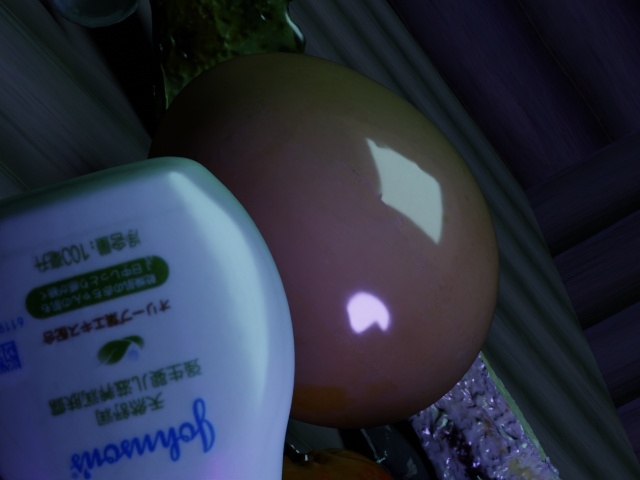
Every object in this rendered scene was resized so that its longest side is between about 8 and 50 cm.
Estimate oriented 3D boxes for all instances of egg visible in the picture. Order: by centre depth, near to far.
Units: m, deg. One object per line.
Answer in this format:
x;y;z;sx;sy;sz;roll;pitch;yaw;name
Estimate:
0.000;0.000;1.555;0.374;0.301;0.301;51;16;-26;egg

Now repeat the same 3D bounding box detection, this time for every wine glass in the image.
-0.236;-0.312;1.764;0.103;0.103;0.231;53;11;-29;wine glass

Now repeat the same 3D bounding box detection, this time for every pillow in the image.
0.075;0.233;1.886;0.090;0.048;0.150;44;0;35;pillow

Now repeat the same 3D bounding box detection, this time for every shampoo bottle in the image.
-0.111;0.132;1.105;0.151;0.222;0.349;123;-48;-85;shampoo bottle

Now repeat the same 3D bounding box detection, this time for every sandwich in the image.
0.172;0.215;2.032;0.262;0.131;0.325;58;2;-15;sandwich

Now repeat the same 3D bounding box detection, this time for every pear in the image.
-0.113;-0.245;1.852;0.255;0.164;0.238;-118;-155;-72;pear

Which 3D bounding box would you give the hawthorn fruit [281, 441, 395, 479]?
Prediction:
-0.014;0.263;1.253;0.196;0.197;0.225;-1;83;-75;hawthorn fruit
